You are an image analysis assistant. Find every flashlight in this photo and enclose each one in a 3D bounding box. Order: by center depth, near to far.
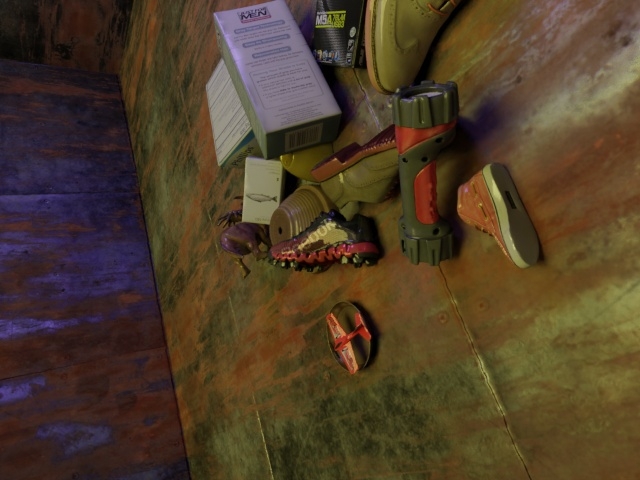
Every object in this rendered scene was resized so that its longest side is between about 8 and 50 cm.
[{"bbox_3d":[0.180,-0.099,0.748,0.103,0.103,0.303,-122,17,-59],"label":"flashlight"}]

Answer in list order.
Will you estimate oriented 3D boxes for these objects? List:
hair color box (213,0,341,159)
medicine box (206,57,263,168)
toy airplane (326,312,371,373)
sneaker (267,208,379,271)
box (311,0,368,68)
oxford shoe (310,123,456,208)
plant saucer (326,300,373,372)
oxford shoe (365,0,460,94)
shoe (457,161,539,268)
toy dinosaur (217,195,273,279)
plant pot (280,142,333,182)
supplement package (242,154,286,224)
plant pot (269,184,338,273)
[{"bbox_3d":[-0.110,-0.396,1.099,0.113,0.186,0.374,104,145,-67],"label":"hair color box"},{"bbox_3d":[-0.207,-0.393,1.325,0.264,0.149,0.289,-28,70,54],"label":"medicine box"},{"bbox_3d":[0.065,0.219,1.032,0.151,0.028,0.151,10,102,54],"label":"toy airplane"},{"bbox_3d":[0.000,0.000,1.041,0.276,0.098,0.134,-8,76,28],"label":"sneaker"},{"bbox_3d":[0.049,-0.491,1.025,0.191,0.045,0.184,35,125,50],"label":"box"},{"bbox_3d":[0.133,-0.150,0.905,0.348,0.123,0.130,-12,114,51],"label":"oxford shoe"},{"bbox_3d":[0.072,0.226,1.073,0.169,0.029,0.168,6,97,56],"label":"plant saucer"},{"bbox_3d":[0.186,-0.431,0.749,0.146,0.141,0.396,39,127,39],"label":"oxford shoe"},{"bbox_3d":[0.276,-0.030,0.718,0.081,0.064,0.177,-41,54,52],"label":"shoe"},{"bbox_3d":[-0.242,-0.013,1.354,0.127,0.295,0.200,-41,98,23],"label":"toy dinosaur"},{"bbox_3d":[-0.045,-0.213,1.147,0.134,0.095,0.134,10,102,56],"label":"plant pot"},{"bbox_3d":[-0.156,-0.143,1.278,0.105,0.105,0.179,-82,-3,-76],"label":"supplement package"},{"bbox_3d":[-0.058,-0.028,1.174,0.237,0.110,0.237,5,96,56],"label":"plant pot"}]
